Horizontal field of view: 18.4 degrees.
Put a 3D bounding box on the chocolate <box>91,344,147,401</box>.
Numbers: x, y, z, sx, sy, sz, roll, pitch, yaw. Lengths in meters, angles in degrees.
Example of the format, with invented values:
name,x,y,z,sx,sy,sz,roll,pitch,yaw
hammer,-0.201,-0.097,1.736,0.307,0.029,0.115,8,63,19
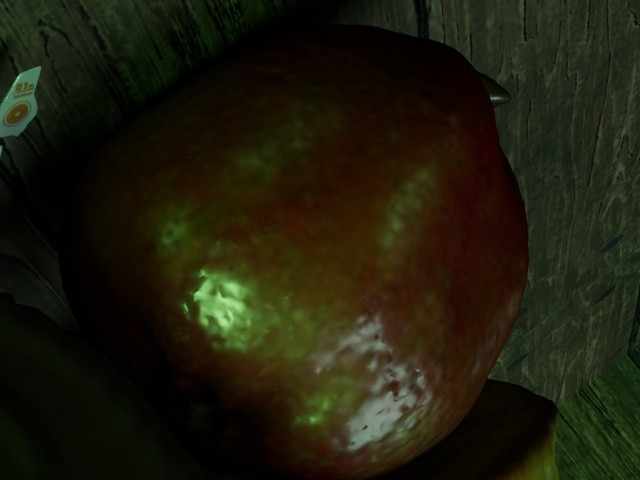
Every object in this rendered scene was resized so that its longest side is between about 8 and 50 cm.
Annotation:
name,x,y,z,sx,sy,sz,roll,pitch,yaw
chocolate,-0.113,0.106,1.606,0.303,0.100,0.185,-36,167,4

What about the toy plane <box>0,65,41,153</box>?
name,x,y,z,sx,sy,sz,roll,pitch,yaw
toy plane,-0.230,-0.042,1.039,0.197,0.053,0.078,-20,147,-37

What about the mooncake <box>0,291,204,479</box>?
name,x,y,z,sx,sy,sz,roll,pitch,yaw
mooncake,-0.236,0.211,1.073,0.246,0.394,0.393,-51,-169,42

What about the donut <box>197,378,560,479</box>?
name,x,y,z,sx,sy,sz,roll,pitch,yaw
donut,0.007,0.225,1.403,0.377,0.163,0.435,-19,-171,-22

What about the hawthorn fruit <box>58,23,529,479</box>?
name,x,y,z,sx,sy,sz,roll,pitch,yaw
hawthorn fruit,-0.010,0.008,1.254,0.311,0.295,0.295,-64,158,9
